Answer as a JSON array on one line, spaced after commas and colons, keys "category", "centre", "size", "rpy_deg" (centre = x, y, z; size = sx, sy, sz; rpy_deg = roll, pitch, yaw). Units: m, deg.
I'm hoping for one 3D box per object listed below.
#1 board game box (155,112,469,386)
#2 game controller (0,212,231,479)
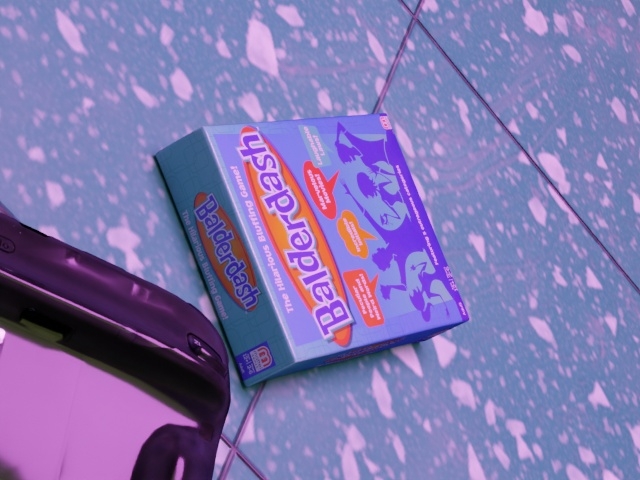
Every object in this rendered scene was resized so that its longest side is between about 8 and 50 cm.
[{"category": "board game box", "centre": [0.000, 0.000, 1.276], "size": [0.210, 0.047, 0.160], "rpy_deg": [-11, 76, -55]}, {"category": "game controller", "centre": [-0.186, 0.054, 0.938], "size": [0.319, 0.067, 0.166], "rpy_deg": [26, 61, -23]}]
